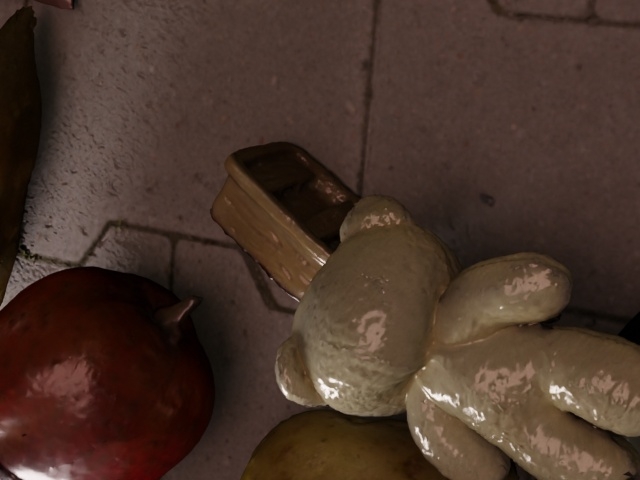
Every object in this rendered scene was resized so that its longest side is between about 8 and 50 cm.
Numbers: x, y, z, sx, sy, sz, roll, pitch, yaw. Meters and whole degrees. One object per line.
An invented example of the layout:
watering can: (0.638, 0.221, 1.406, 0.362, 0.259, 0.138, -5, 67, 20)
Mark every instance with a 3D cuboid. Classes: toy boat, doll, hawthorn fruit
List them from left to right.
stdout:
hawthorn fruit: (-0.199, 0.122, 1.021, 0.250, 0.215, 0.215, -38, 84, 26)
toy boat: (0.000, 0.000, 0.957, 0.188, 0.116, 0.061, 42, 118, 14)
doll: (0.119, 0.091, 0.831, 0.278, 0.149, 0.175, 26, 88, 22)

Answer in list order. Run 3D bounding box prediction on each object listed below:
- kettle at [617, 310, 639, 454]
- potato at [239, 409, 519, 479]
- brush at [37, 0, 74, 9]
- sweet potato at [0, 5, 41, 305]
kettle: (0.314, 0.143, 0.828, 0.236, 0.161, 0.221, 44, 134, 12)
potato: (0.019, 0.265, 0.949, 0.243, 0.242, 0.285, 23, 102, 18)
brush: (-0.374, -0.256, 1.104, 0.301, 0.071, 0.084, 11, 101, 16)
sweet potato: (-0.357, -0.051, 1.085, 0.158, 0.158, 0.369, 27, 110, 17)
